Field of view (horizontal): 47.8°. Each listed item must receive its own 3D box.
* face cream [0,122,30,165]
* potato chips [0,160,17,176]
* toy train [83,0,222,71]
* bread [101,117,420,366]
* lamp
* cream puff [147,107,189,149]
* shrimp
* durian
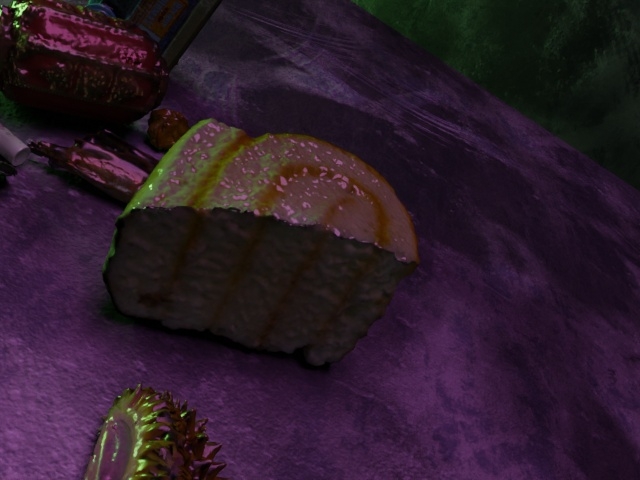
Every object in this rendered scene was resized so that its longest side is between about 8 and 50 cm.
[{"bbox_3d":[-0.465,-0.157,1.011,0.130,0.034,0.034,39,30,7],"label":"face cream"},{"bbox_3d":[-0.498,-0.112,0.893,0.167,0.059,0.228,39,28,25],"label":"potato chips"},{"bbox_3d":[-0.304,-0.440,1.325,0.202,0.300,0.131,33,28,-22],"label":"toy train"},{"bbox_3d":[-0.091,-0.021,0.990,0.395,0.239,0.264,16,39,-25],"label":"bread"},{"bbox_3d":[-0.378,-0.279,1.134,0.273,0.177,0.177,10,39,-38],"label":"lamp"},{"bbox_3d":[-0.258,-0.193,1.242,0.083,0.058,0.083,40,31,-38],"label":"cream puff"},{"bbox_3d":[-0.303,-0.118,1.099,0.254,0.059,0.145,25,29,-19],"label":"shrimp"},{"bbox_3d":[-0.142,0.267,0.666,0.191,0.112,0.341,27,29,-11],"label":"durian"}]
